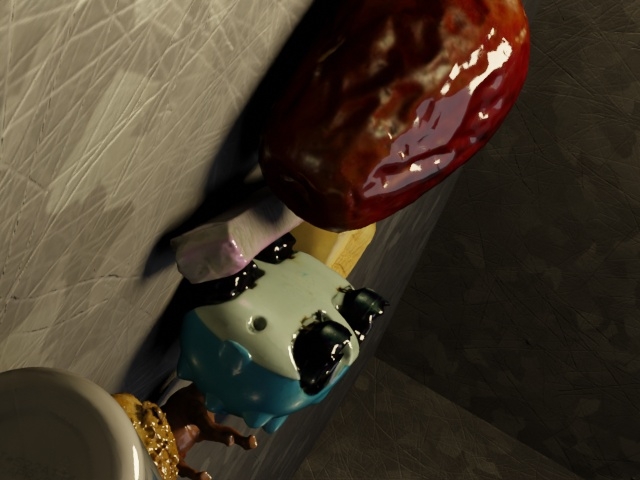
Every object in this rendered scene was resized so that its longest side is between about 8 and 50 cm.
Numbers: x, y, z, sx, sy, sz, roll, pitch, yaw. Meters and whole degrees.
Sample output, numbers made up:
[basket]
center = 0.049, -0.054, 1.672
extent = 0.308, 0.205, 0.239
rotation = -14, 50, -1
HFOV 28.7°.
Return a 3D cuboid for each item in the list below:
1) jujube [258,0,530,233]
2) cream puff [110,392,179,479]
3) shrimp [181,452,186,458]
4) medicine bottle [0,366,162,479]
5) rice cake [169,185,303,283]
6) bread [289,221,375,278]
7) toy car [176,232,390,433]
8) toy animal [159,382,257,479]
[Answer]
[jujube]
center = 0.076, -0.154, 1.268
extent = 0.318, 0.223, 0.223
rotation = -47, 167, -20
[cream puff]
center = -0.200, 0.229, 1.206
extent = 0.165, 0.115, 0.150
rotation = -59, 174, 0
[shrimp]
center = -0.222, 0.322, 1.578
extent = 0.222, 0.054, 0.290
rotation = -61, 173, 8
[medicine bottle]
center = -0.203, 0.205, 0.977
extent = 0.157, 0.157, 0.288
rotation = -57, 171, -18
[rice cake]
center = -0.062, -0.023, 1.304
extent = 0.073, 0.056, 0.365
rotation = -20, -174, 19
[bread]
center = 0.000, 0.000, 1.653
extent = 0.147, 0.098, 0.217
rotation = -59, 169, -3
[toy car]
center = -0.058, 0.109, 1.391
extent = 0.190, 0.188, 0.255
rotation = -60, 173, 25
[toy animal]
center = -0.137, 0.190, 1.485
extent = 0.224, 0.066, 0.230
rotation = -30, -153, -16
